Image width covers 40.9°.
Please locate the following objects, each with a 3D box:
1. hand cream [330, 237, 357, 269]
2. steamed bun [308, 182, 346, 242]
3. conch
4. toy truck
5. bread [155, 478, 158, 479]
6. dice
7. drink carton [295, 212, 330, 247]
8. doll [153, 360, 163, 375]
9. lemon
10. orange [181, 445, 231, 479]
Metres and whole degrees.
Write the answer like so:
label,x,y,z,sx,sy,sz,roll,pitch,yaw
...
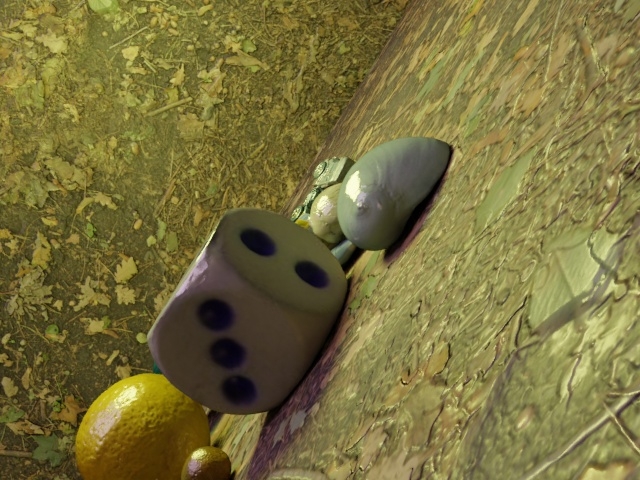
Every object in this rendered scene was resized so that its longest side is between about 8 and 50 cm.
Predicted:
label,x,y,z,sx,sy,sz,roll,pitch,yaw
hand cream,0.008,0.061,1.600,0.271,0.058,0.091,-50,-1,31
steamed bun,0.038,-0.059,1.591,0.112,0.091,0.130,-43,-19,32
conch,0.113,-0.086,1.338,0.185,0.121,0.221,2,51,47
toy truck,0.020,-0.055,1.798,0.140,0.108,0.257,-11,49,62
bread,-0.388,0.599,1.524,0.380,0.185,0.109,-59,14,-7
dice,-0.125,0.119,1.460,0.259,0.251,0.243,-53,10,31
drink carton,-0.064,0.036,1.629,0.074,0.084,0.200,16,52,40
doll,-0.314,0.323,2.051,0.322,0.198,0.186,-47,39,40
lemon,-0.360,0.414,1.754,0.293,0.293,0.293,-57,8,12
orange,-0.196,0.399,1.460,0.095,0.085,0.085,-56,8,4
